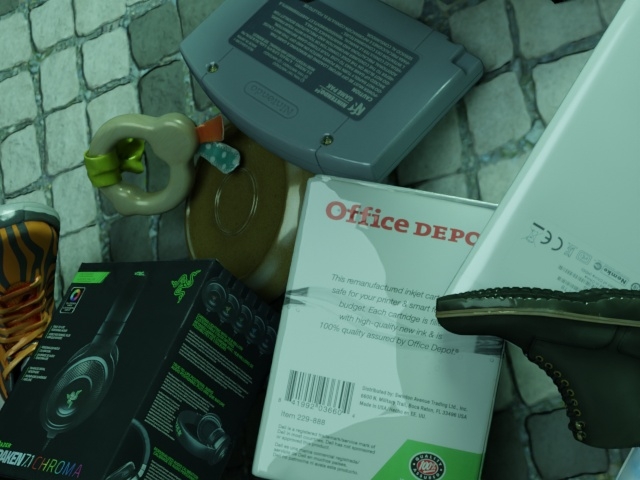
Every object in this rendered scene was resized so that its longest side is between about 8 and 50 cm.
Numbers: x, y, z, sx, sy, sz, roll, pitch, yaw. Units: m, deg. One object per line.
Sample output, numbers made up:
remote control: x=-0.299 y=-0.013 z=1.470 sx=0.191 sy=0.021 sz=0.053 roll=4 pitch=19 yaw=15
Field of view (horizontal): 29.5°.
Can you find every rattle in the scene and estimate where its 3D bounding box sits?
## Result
rattle: x=-0.162 y=-0.114 z=1.395 sx=0.200 sy=0.143 sz=0.130 roll=-28 pitch=93 yaw=28

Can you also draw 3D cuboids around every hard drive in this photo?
hard drive: x=0.278 y=-0.029 z=1.056 sx=0.210 sy=0.040 sz=0.318 roll=32 pitch=93 yaw=4

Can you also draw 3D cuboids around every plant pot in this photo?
plant pot: x=-0.084 y=-0.041 z=1.334 sx=0.236 sy=0.032 sz=0.236 roll=-16 pitch=68 yaw=47

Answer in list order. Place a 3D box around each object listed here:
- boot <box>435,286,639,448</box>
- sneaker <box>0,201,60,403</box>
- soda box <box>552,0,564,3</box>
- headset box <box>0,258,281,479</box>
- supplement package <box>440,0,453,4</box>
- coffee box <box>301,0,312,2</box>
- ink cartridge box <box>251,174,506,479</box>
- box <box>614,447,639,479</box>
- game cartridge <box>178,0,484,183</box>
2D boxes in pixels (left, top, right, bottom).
boot: x=0.193 y=0.110 z=1.011 sx=0.198 sy=0.077 sz=0.137 roll=2 pitch=96 yaw=7
sneaker: x=-0.334 y=0.083 z=1.398 sx=0.125 sy=0.321 sz=0.180 roll=-17 pitch=72 yaw=-13
soda box: x=0.286 y=-0.277 z=1.147 sx=0.169 sy=0.060 sz=0.053 roll=-11 pitch=74 yaw=31
headset box: x=-0.195 y=0.155 z=1.277 sx=0.246 sy=0.131 sz=0.283 roll=-2 pitch=54 yaw=46
supplement package: x=0.123 y=-0.412 z=1.190 sx=0.199 sy=0.198 sz=0.262 roll=-25 pitch=70 yaw=29
coffee box: x=0.006 y=-0.385 z=1.072 sx=0.168 sy=0.119 sz=0.297 roll=-13 pitch=76 yaw=32
ink cartridge box: x=0.071 y=0.098 z=1.161 sx=0.211 sy=0.121 sz=0.289 roll=11 pitch=89 yaw=10
box: x=0.363 y=0.228 z=1.040 sx=0.207 sy=0.036 sz=0.114 roll=31 pitch=100 yaw=32
game cartridge: x=-0.002 y=-0.178 z=1.279 sx=0.297 sy=0.062 sz=0.198 roll=35 pitch=78 yaw=32
